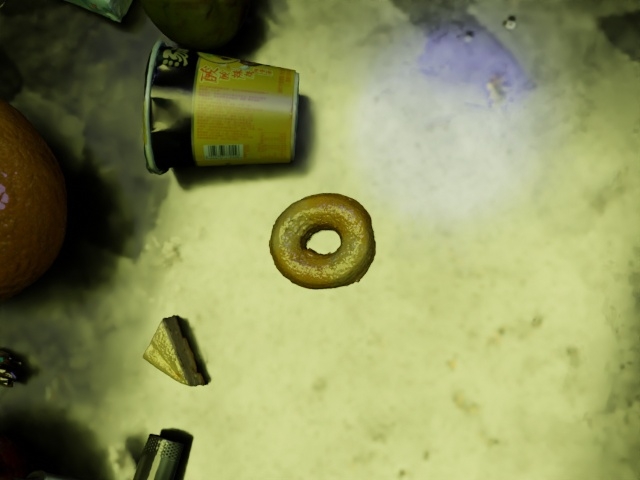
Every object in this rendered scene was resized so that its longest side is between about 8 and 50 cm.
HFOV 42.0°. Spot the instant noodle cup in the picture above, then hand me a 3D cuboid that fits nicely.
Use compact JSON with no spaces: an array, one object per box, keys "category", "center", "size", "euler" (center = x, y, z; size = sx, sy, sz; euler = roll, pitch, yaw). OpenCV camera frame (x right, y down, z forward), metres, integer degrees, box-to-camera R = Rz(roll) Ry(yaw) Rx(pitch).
[{"category":"instant noodle cup","center":[-0.155,-0.205,1.341],"size":[0.236,0.215,0.216],"euler":[5,85,0]}]

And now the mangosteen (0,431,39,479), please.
[{"category":"mangosteen","center":[-0.597,0.441,1.278],"size":[0.359,0.306,0.306],"euler":[-18,82,20]}]

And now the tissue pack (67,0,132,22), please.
[{"category":"tissue pack","center":[-0.435,-0.512,1.451],"size":[0.263,0.089,0.177],"euler":[23,86,8]}]

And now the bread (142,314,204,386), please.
[{"category":"bread","center":[-0.226,0.184,1.359],"size":[0.109,0.084,0.080],"euler":[31,91,9]}]

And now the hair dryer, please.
[{"category":"hair dryer","center":[-0.366,0.452,1.280],"size":[0.284,0.155,0.320],"euler":[15,81,-33]}]

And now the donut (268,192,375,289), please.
[{"category":"donut","center":[0.000,0.000,1.360],"size":[0.178,0.065,0.162],"euler":[-15,83,4]}]

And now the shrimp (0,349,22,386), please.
[{"category":"shrimp","center":[-0.645,0.242,1.363],"size":[0.290,0.222,0.054],"euler":[4,129,2]}]

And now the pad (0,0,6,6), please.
[{"category":"pad","center":[-0.707,-0.426,1.517],"size":[0.267,0.004,0.181],"euler":[-39,81,1]}]

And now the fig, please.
[{"category":"fig","center":[-0.223,-0.423,1.368],"size":[0.225,0.203,0.203],"euler":[27,88,29]}]

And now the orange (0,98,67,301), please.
[{"category":"orange","center":[-0.570,-0.069,1.314],"size":[0.322,0.322,0.357],"euler":[-25,76,4]}]
